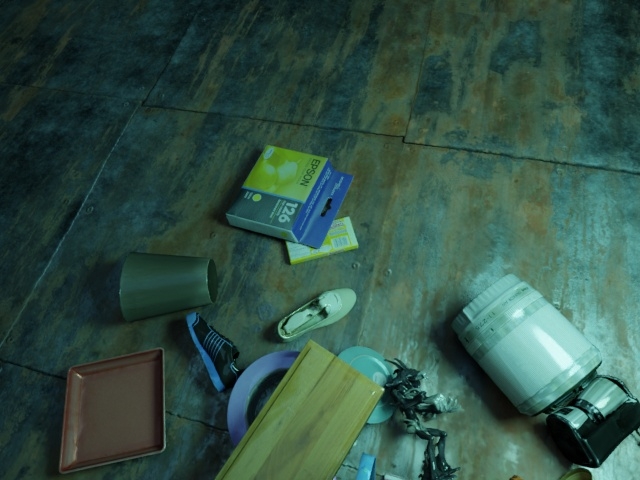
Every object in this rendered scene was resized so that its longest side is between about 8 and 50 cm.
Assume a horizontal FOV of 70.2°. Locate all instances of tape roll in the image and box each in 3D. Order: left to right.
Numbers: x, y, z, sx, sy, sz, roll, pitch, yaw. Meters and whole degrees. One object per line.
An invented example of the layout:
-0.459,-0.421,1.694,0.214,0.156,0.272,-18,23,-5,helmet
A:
-0.079,0.411,1.093,0.274,0.090,0.275,-3,61,5,tape roll

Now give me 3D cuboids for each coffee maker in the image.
0.614,0.411,0.993,0.178,0.120,0.171,-30,59,-19,coffee maker

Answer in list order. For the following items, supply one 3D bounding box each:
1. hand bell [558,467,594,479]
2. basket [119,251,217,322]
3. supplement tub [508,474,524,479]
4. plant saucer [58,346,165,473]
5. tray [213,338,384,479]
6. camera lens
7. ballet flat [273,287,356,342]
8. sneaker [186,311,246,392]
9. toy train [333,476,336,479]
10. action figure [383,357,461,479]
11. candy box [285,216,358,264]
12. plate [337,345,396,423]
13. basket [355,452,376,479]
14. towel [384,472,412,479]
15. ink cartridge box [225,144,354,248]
0.604,0.602,0.923,0.242,0.126,0.126,42,72,11,hand bell
-0.411,0.121,1.260,0.226,0.154,0.205,-3,60,0,basket
0.370,0.585,0.933,0.190,0.117,0.117,-36,63,-15,supplement tub
-0.513,0.426,1.154,0.258,0.048,0.259,-12,60,0,plant saucer
-0.055,0.443,0.976,0.202,0.076,0.411,30,72,19,tray
0.472,0.242,1.056,0.219,0.219,0.274,-33,62,-12,camera lens
-0.012,0.193,1.214,0.248,0.086,0.086,-30,62,-11,ballet flat
-0.273,0.278,1.198,0.090,0.081,0.232,-28,68,-13,sneaker
0.011,0.598,1.003,0.166,0.046,0.125,-22,61,-7,toy train
0.242,0.389,1.036,0.140,0.164,0.276,-29,64,25,action figure
0.000,0.000,1.352,0.205,0.027,0.105,-14,57,-2,candy box
0.115,0.340,1.096,0.188,0.024,0.188,16,49,-19,plate
0.060,0.575,0.824,0.200,0.289,0.255,12,35,17,basket
0.188,0.625,0.982,0.144,0.029,0.197,11,62,15,towel
-0.090,-0.145,1.407,0.306,0.072,0.304,13,58,19,ink cartridge box
